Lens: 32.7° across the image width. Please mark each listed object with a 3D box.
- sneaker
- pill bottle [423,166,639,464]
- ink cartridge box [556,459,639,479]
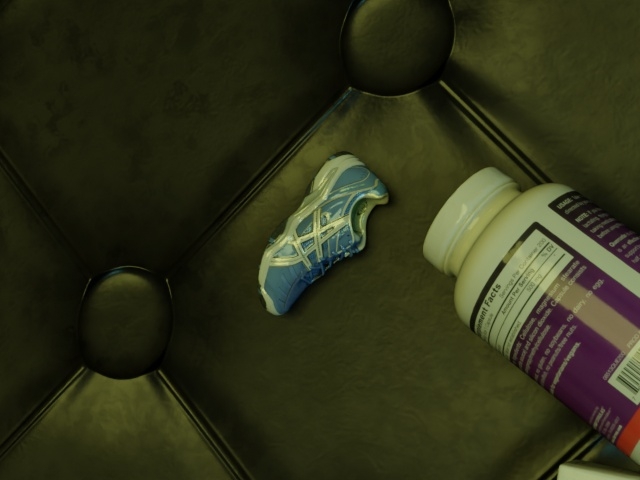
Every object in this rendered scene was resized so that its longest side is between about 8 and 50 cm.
[{"bbox_3d":[0.000,0.000,1.278,0.081,0.080,0.211,34,96,27],"label":"sneaker"},{"bbox_3d":[0.264,0.066,1.100,0.323,0.181,0.181,40,97,24],"label":"pill bottle"},{"bbox_3d":[0.338,0.313,1.077,0.212,0.093,0.154,7,85,25],"label":"ink cartridge box"}]
